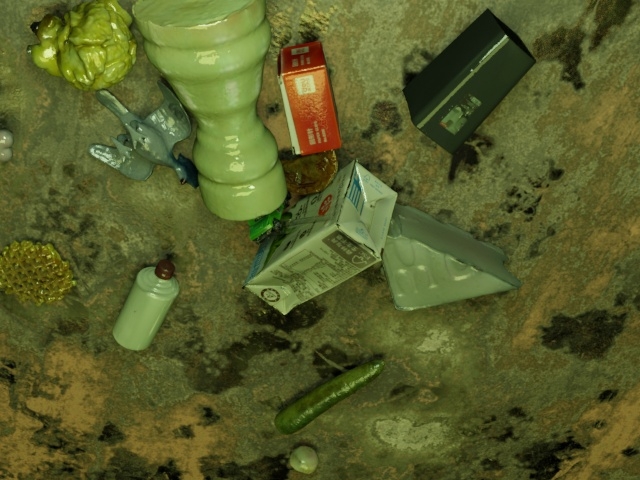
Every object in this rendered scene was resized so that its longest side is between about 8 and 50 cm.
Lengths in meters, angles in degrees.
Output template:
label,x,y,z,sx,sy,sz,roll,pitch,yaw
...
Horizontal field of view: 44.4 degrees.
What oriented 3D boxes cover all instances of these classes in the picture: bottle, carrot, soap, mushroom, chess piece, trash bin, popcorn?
label,x,y,z,sx,sy,sz,roll,pitch,yaw
bottle,-0.399,0.142,1.827,0.104,0.104,0.245,22,123,-16
carrot,0.024,0.404,2.049,0.359,0.074,0.074,-36,119,21
soap,0.263,0.004,1.709,0.303,0.159,0.257,-14,123,7
mushroom,-0.046,0.616,2.194,0.084,0.083,0.067,10,112,-8
chess piece,-0.183,-0.255,1.480,0.234,0.234,0.441,-6,131,4
trash bin,0.278,-0.302,1.477,0.115,0.165,0.225,34,116,-22
popcorn,-0.430,-0.344,1.435,0.195,0.168,0.173,-14,163,22

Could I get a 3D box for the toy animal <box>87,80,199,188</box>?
label,x,y,z,sx,sy,sz,roll,pitch,yaw
toy animal,-0.354,-0.200,1.596,0.239,0.176,0.255,-36,85,19

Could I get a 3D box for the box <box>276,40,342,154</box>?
label,x,y,z,sx,sy,sz,roll,pitch,yaw
box,-0.023,-0.272,1.509,0.099,0.133,0.182,-10,127,5

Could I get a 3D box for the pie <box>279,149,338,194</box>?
label,x,y,z,sx,sy,sz,roll,pitch,yaw
pie,-0.027,-0.138,1.607,0.033,0.088,0.191,-6,177,-44

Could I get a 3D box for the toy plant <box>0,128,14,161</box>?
label,x,y,z,sx,sy,sz,roll,pitch,yaw
toy plant,-0.730,-0.219,1.552,0.233,0.112,0.243,-9,120,12

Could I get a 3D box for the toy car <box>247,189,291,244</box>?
label,x,y,z,sx,sy,sz,roll,pitch,yaw
toy car,-0.113,-0.062,1.644,0.071,0.165,0.062,-34,114,28

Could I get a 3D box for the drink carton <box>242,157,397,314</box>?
label,x,y,z,sx,sy,sz,roll,pitch,yaw
drink carton,0.000,0.000,1.616,0.132,0.194,0.325,38,136,-20

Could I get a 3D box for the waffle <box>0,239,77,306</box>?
label,x,y,z,sx,sy,sz,roll,pitch,yaw
waffle,-0.663,0.077,1.816,0.191,0.038,0.191,0,127,-1
